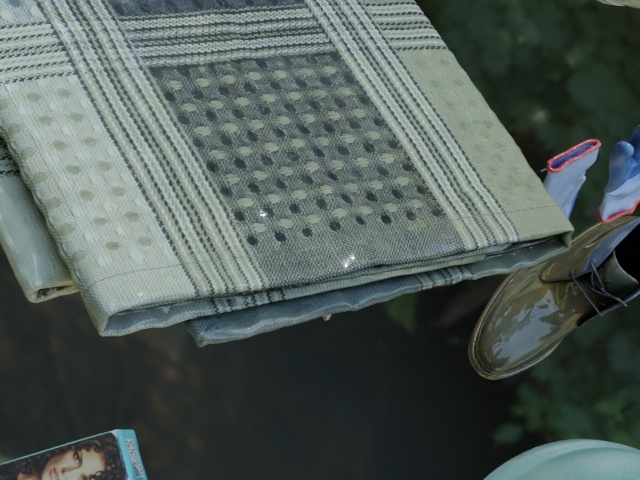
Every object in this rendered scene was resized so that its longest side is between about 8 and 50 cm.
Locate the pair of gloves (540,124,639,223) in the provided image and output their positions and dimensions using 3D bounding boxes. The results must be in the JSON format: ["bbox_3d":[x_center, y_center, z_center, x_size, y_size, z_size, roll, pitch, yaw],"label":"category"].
[{"bbox_3d":[0.209,-0.039,1.341,0.198,0.159,0.023,-26,67,-24],"label":"pair of gloves"}]

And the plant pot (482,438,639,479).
[{"bbox_3d":[0.248,0.300,1.323,0.293,0.196,0.293,2,86,-25],"label":"plant pot"}]

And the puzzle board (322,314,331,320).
[{"bbox_3d":[0.000,0.000,1.716,0.011,0.128,0.096,-8,44,-36],"label":"puzzle board"}]

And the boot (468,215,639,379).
[{"bbox_3d":[0.228,0.041,1.586,0.219,0.106,0.082,-40,92,-23],"label":"boot"}]

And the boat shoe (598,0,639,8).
[{"bbox_3d":[0.189,-0.272,1.119,0.088,0.096,0.267,33,-43,57],"label":"boat shoe"}]

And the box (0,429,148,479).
[{"bbox_3d":[-0.245,0.221,1.299,0.060,0.244,0.100,52,21,-81],"label":"box"}]

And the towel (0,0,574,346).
[{"bbox_3d":[-0.057,-0.082,0.971,0.312,0.056,0.324,-8,52,-35],"label":"towel"}]
